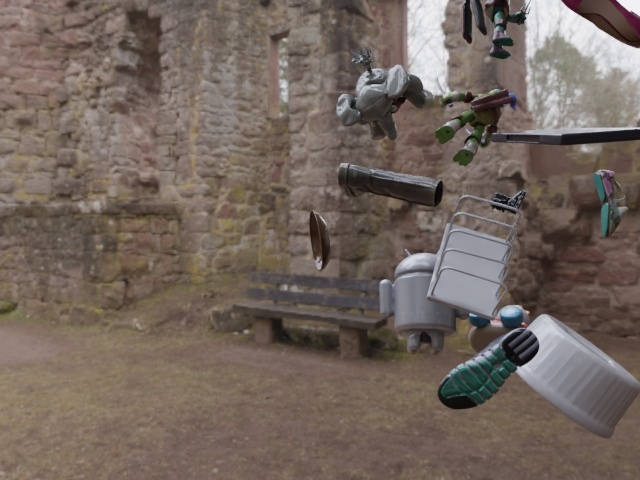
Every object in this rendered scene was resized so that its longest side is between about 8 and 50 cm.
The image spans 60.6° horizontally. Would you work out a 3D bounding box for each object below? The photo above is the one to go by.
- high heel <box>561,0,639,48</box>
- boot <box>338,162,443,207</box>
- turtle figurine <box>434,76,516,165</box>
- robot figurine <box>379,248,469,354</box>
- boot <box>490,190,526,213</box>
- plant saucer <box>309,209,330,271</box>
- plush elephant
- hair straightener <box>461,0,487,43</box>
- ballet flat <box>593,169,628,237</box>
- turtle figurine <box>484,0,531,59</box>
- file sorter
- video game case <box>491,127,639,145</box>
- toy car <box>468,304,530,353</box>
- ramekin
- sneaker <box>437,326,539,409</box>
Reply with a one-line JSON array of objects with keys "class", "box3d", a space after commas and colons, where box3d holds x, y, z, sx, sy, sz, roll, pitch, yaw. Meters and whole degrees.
[{"class": "high heel", "box3d": [0.703, -0.560, 1.366, 0.244, 0.117, 0.082, 28, -40, -9]}, {"class": "boot", "box3d": [0.155, -0.116, 1.159, 0.208, 0.076, 0.189, 6, 5, 15]}, {"class": "turtle figurine", "box3d": [0.434, -0.349, 1.663, 0.274, 0.198, 0.266, 14, 50, 37]}, {"class": "robot figurine", "box3d": [0.344, 0.194, 1.805, 0.299, 0.354, 0.200, 1, -19, 4]}, {"class": "boot", "box3d": [0.677, -0.150, 1.979, 0.099, 0.121, 0.045, 24, -31, 26]}, {"class": "plant saucer", "box3d": [0.000, 0.000, 1.739, 0.036, 0.199, 0.198, -7, 2, -10]}, {"class": "plush elephant", "box3d": [0.198, -0.448, 1.792, 0.271, 0.256, 0.330, -23, -54, 29]}, {"class": "hair straightener", "box3d": [0.380, -0.579, 1.294, 0.089, 0.231, 0.047, -15, -31, 43]}, {"class": "ballet flat", "box3d": [0.918, -0.119, 1.721, 0.079, 0.222, 0.077, -4, -15, 8]}, {"class": "turtle figurine", "box3d": [0.506, -0.629, 1.488, 0.118, 0.234, 0.175, 8, -5, 31]}, {"class": "file sorter", "box3d": [0.435, 0.041, 1.534, 0.192, 0.278, 0.173, 17, -34, 10]}, {"class": "video game case", "box3d": [0.515, -0.221, 1.153, 0.195, 0.026, 0.274, -5, 11, -9]}, {"class": "toy car", "box3d": [0.644, 0.299, 1.917, 0.210, 0.219, 0.238, -5, 22, 32]}, {"class": "ramekin", "box3d": [0.561, 0.289, 1.220, 0.277, 0.135, 0.277, 34, 11, -8]}, {"class": "sneaker", "box3d": [0.333, 0.253, 1.085, 0.223, 0.083, 0.098, -37, -9, 11]}]
